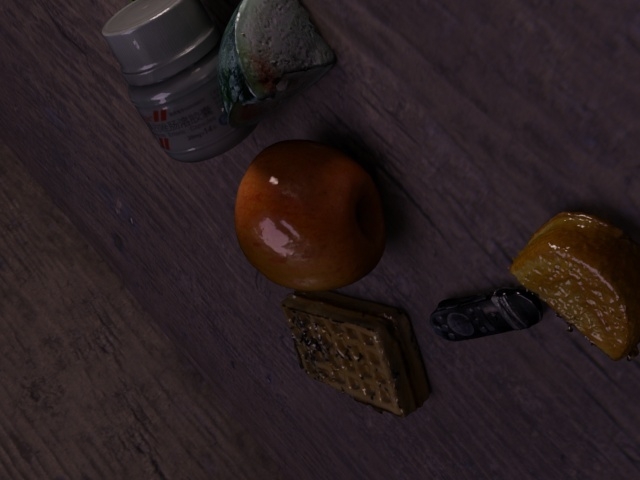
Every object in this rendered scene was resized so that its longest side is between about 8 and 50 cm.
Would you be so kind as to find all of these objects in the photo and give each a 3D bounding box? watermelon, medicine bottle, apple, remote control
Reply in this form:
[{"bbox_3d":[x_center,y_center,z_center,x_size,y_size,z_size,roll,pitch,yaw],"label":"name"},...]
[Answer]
[{"bbox_3d":[-0.085,-0.306,1.308,0.289,0.214,0.319,105,168,-51],"label":"watermelon"},{"bbox_3d":[-0.281,-0.343,1.447,0.245,0.245,0.306,17,145,46],"label":"medicine bottle"},{"bbox_3d":[-0.014,-0.045,1.373,0.275,0.299,0.299,8,128,27],"label":"apple"},{"bbox_3d":[0.311,0.131,1.309,0.090,0.066,0.266,48,147,-13],"label":"remote control"}]

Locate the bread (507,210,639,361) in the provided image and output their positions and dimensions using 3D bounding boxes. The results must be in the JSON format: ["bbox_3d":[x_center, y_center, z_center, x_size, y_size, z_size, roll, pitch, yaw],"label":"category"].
[{"bbox_3d":[0.400,0.054,1.019,0.229,0.143,0.139,42,148,18],"label":"bread"}]

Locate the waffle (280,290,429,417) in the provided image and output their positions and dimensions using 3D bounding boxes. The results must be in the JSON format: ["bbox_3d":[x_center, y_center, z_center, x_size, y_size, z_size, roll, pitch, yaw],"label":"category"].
[{"bbox_3d":[0.071,0.255,1.697,0.376,0.114,0.261,13,130,49],"label":"waffle"}]

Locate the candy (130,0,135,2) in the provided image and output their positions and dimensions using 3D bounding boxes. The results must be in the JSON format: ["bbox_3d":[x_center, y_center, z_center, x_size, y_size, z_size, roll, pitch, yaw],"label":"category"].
[{"bbox_3d":[-0.427,-0.616,1.640,0.102,0.032,0.178,51,149,7],"label":"candy"}]
